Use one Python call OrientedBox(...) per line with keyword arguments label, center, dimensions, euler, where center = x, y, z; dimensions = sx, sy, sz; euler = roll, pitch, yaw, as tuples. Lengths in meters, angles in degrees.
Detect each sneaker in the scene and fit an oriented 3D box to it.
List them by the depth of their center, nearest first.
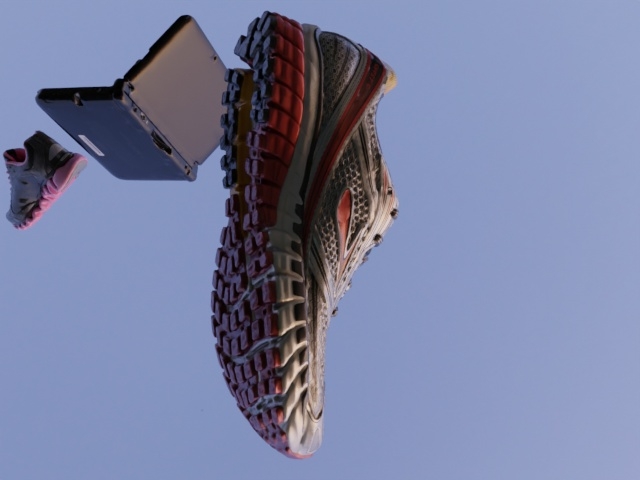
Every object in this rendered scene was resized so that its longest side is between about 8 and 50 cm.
OrientedBox(label="sneaker", center=(0.000, 0.000, 0.410), dimensions=(0.092, 0.088, 0.225), euler=(5, -91, -25))
OrientedBox(label="sneaker", center=(-0.242, -0.052, 0.664), dimensions=(0.057, 0.119, 0.047), euler=(40, -135, -17))

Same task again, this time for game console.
OrientedBox(label="game console", center=(-0.126, -0.101, 0.587), dimensions=(0.107, 0.122, 0.071), euler=(2, -113, 19))
